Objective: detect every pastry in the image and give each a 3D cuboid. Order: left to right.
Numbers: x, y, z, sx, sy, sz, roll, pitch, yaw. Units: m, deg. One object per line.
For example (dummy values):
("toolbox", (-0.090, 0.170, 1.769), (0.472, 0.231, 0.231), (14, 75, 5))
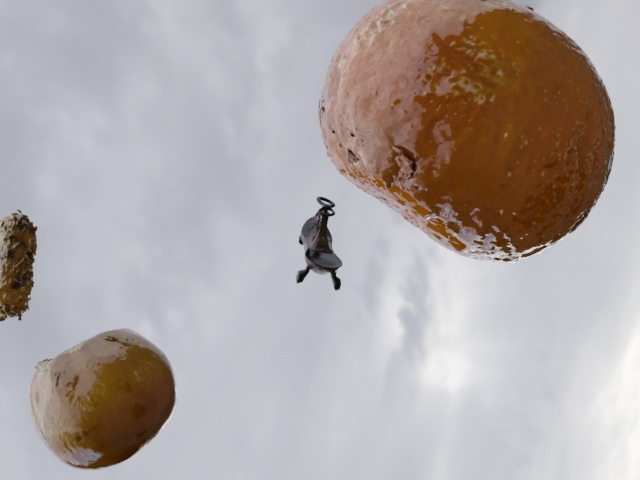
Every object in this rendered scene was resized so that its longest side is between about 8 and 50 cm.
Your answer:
("pastry", (-0.388, 0.035, 1.503), (0.056, 0.080, 0.140), (23, -116, -34))

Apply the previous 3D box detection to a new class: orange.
("orange", (-0.223, 0.158, 1.230), (0.134, 0.155, 0.154), (55, -134, -17))
("orange", (0.096, -0.079, 0.771), (0.161, 0.193, 0.193), (-55, -28, 7))

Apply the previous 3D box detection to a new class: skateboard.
("skateboard", (0.000, 0.000, 1.774), (0.151, 0.067, 0.080), (-98, 22, -54))
